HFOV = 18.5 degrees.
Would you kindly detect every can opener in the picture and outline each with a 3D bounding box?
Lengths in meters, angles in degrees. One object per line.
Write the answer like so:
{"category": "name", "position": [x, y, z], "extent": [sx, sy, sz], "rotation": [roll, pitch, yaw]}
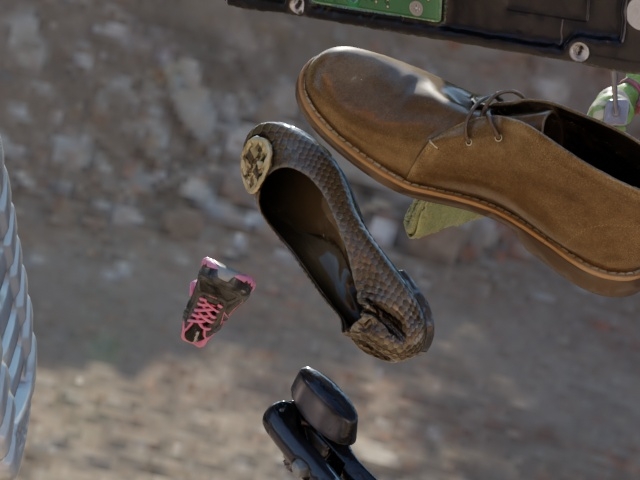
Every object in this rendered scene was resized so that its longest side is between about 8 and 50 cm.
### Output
{"category": "can opener", "position": [0.017, 0.179, 1.468], "extent": [0.059, 0.073, 0.186], "rotation": [-19, 52, -24]}

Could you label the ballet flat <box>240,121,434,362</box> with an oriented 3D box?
{"category": "ballet flat", "position": [0.000, 0.000, 1.517], "extent": [0.058, 0.084, 0.250], "rotation": [-11, 52, -35]}

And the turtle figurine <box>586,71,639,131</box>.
{"category": "turtle figurine", "position": [0.336, -0.092, 1.648], "extent": [0.197, 0.266, 0.274], "rotation": [-24, 11, -17]}

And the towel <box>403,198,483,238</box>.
{"category": "towel", "position": [0.142, -0.065, 1.930], "extent": [0.110, 0.148, 0.027], "rotation": [-16, 55, -31]}

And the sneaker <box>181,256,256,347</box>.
{"category": "sneaker", "position": [-0.085, 0.052, 1.515], "extent": [0.047, 0.057, 0.119], "rotation": [27, -20, -1]}

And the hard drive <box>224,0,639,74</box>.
{"category": "hard drive", "position": [0.065, -0.227, 1.049], "extent": [0.339, 0.237, 0.064], "rotation": [12, 23, 29]}

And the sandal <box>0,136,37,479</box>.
{"category": "sandal", "position": [-0.225, -0.016, 1.032], "extent": [0.102, 0.416, 0.169], "rotation": [-2, 40, 2]}

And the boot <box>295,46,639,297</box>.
{"category": "boot", "position": [0.123, -0.080, 1.439], "extent": [0.305, 0.115, 0.112], "rotation": [28, 56, 13]}
